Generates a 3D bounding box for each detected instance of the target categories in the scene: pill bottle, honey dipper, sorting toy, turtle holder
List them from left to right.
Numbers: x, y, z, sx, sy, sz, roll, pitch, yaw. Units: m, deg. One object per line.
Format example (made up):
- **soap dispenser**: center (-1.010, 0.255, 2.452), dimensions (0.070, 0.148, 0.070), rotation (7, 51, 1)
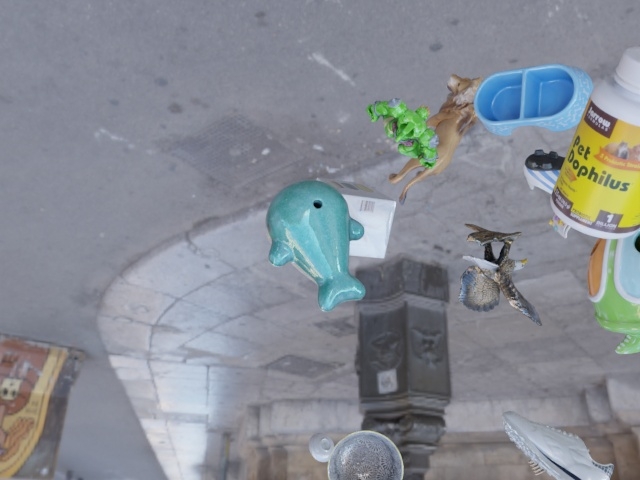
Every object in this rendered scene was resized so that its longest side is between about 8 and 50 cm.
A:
- **honey dipper**: center (0.534, 0.530, 1.612), dimensions (0.030, 0.161, 0.030), rotation (-21, 158, -9)
- **sorting toy**: center (0.639, -0.045, 1.608), dimensions (0.044, 0.075, 0.083), rotation (16, 118, -10)
- **pill bottle**: center (0.369, -0.116, 0.747), dimensions (0.117, 0.117, 0.215), rotation (3, 127, -5)
- **turtle holder**: center (0.632, 0.051, 1.080), dimensions (0.243, 0.228, 0.320), rotation (-20, -175, -38)

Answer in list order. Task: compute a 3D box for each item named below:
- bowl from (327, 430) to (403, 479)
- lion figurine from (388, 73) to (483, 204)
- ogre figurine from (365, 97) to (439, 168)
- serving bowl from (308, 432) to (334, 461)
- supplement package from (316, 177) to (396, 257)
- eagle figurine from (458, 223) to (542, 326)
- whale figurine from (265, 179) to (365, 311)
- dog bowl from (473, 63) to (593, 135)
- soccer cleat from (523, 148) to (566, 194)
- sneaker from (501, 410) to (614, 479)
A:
- **bowl**: center (0.099, 0.508, 1.402), dimensions (0.170, 0.170, 0.080), rotation (1, 178, 0)
- **lion figurine**: center (0.356, -0.293, 1.807), dimensions (0.142, 0.392, 0.240), rotation (28, 160, -22)
- **ogre figurine**: center (0.195, -0.245, 1.369), dimensions (0.096, 0.197, 0.118), rotation (-28, 178, -14)
- **serving bowl**: center (0.008, 0.593, 1.776), dimensions (0.083, 0.083, 0.027), rotation (16, 137, -29)
- **supplement package**: center (0.096, -0.080, 2.060), dimensions (0.199, 0.198, 0.263), rotation (6, -165, -19)
- **eagle figurine**: center (0.516, 0.113, 1.770), dimensions (0.225, 0.299, 0.226), rotation (-5, -163, 4)
- **whale figurine**: center (0.000, 0.000, 1.234), dimensions (0.216, 0.272, 0.141), rotation (-17, 160, -21)
- **dog bowl**: center (0.523, -0.358, 1.554), dimensions (0.297, 0.166, 0.074), rotation (3, 178, 41)
- **soccer cleat**: center (0.776, -0.182, 1.854), dimensions (0.331, 0.116, 0.143), rotation (21, 149, 39)
- **sneaker**: center (0.490, 0.434, 1.295), dimensions (0.235, 0.095, 0.090), rotation (39, 168, 31)
